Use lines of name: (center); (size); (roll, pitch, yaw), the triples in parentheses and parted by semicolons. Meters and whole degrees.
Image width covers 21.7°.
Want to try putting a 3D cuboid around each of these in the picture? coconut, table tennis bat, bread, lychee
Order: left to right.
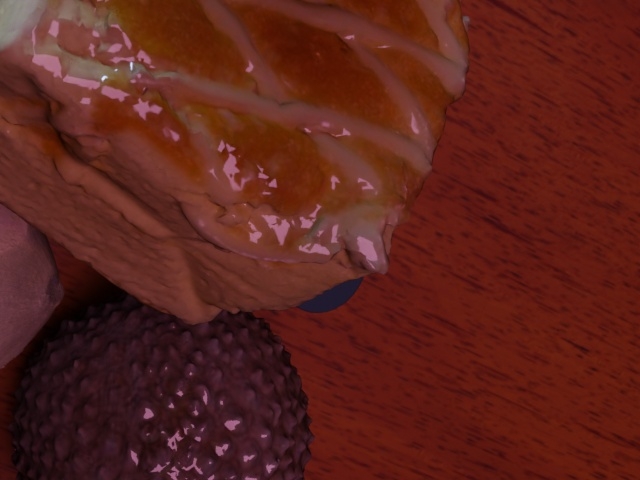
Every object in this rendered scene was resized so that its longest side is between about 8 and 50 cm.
coconut: (-0.307, 0.036, 1.461); (0.162, 0.161, 0.161); (11, 105, 13)
lychee: (-0.148, 0.186, 1.531); (0.300, 0.300, 0.300); (-7, 109, -22)
bread: (-0.109, -0.171, 1.361); (0.390, 0.279, 0.371); (37, 57, -24)
table tennis bat: (0.000, 0.000, 1.676); (0.100, 0.019, 0.155); (-13, 113, -20)
